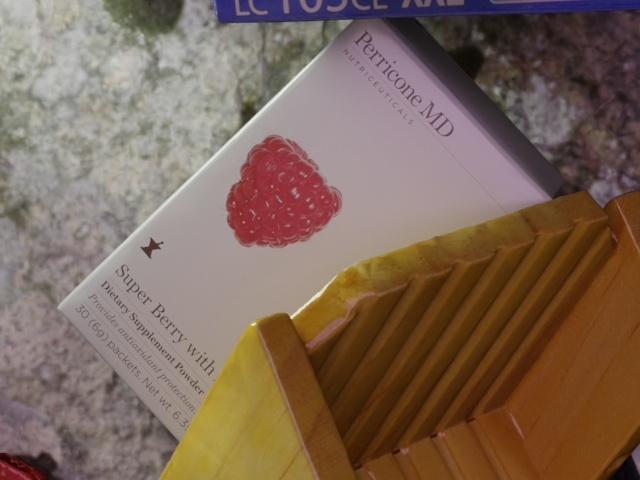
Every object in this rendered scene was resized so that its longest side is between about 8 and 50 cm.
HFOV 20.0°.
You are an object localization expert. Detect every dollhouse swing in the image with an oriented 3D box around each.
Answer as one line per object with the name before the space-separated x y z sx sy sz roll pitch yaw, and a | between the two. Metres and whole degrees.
dollhouse swing | 0.118 0.201 1.118 0.305 0.347 0.315 52 134 24

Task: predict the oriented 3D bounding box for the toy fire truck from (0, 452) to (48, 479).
toy fire truck | -0.209 0.264 1.342 0.192 0.047 0.135 41 89 8

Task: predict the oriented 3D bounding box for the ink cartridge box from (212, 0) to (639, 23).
ink cartridge box | 0.075 -0.240 1.171 0.270 0.395 0.151 -1 108 7

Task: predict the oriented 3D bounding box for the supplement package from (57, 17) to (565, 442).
supplement package | 0.000 0.000 1.246 0.293 0.175 0.177 -44 87 12

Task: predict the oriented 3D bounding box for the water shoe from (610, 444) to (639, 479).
water shoe | 0.265 0.209 1.293 0.080 0.073 0.203 -20 82 -22
